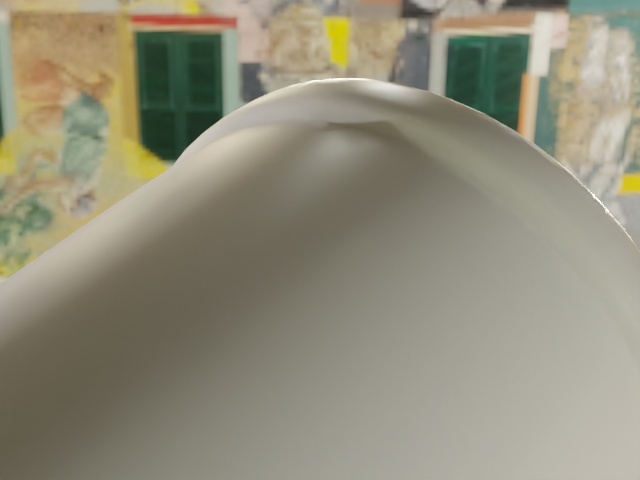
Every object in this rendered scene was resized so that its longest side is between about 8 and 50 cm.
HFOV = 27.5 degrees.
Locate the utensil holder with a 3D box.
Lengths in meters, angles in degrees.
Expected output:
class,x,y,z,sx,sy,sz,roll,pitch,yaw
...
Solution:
class,x,y,z,sx,sy,sz,roll,pitch,yaw
utensil holder,-0.057,0.154,0.558,0.327,0.327,0.385,17,-143,29
